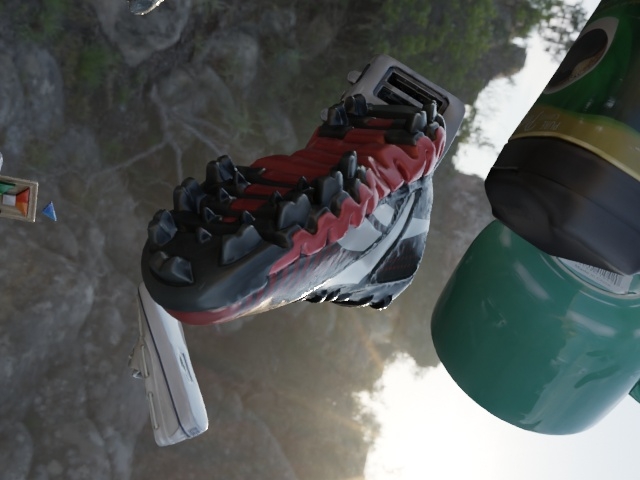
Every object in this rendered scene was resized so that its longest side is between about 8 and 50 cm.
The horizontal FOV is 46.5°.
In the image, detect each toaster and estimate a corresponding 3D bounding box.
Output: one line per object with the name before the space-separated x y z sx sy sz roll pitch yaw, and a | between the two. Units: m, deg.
toaster | 0.091 -0.135 1.009 0.168 0.186 0.110 -56 178 -26

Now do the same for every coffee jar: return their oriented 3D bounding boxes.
coffee jar | 0.151 -0.072 0.330 0.184 0.079 0.096 -57 -173 2

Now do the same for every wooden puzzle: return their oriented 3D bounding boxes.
wooden puzzle | -0.410 -0.055 0.979 0.014 0.116 0.078 -96 -165 -48

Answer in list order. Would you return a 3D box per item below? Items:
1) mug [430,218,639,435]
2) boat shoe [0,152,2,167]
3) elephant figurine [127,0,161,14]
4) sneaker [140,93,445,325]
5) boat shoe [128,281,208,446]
mug | 0.159 0.041 0.469 0.129 0.158 0.097 -111 -148 -42
boat shoe | -0.425 -0.040 0.830 0.228 0.080 0.076 -93 -161 -64
elephant figurine | -0.166 -0.365 0.674 0.239 0.169 0.186 41 66 -38
sneaker | 0.001 0.000 0.467 0.276 0.098 0.135 -36 131 -52
boat shoe | -0.257 0.190 1.175 0.096 0.088 0.267 53 14 -72
